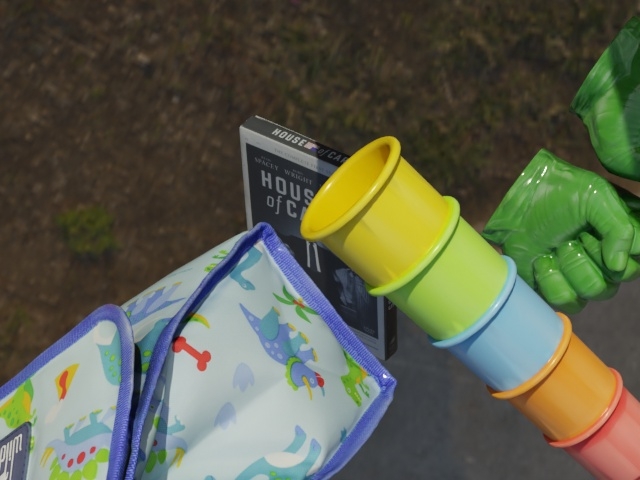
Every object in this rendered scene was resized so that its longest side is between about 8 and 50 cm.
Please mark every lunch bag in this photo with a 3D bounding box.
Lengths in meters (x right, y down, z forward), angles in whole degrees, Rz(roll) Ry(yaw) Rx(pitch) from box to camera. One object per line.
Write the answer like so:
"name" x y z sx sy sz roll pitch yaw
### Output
"lunch bag" -0.067 0.078 0.510 0.129 0.151 0.096 -36 99 34

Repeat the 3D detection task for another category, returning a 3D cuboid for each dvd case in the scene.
"dvd case" 0.000 0.000 1.622 0.179 0.029 0.239 24 138 28

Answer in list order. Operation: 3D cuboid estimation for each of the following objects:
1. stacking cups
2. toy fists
"stacking cups" 0.126 0.067 1.123 0.316 0.096 0.096 44 126 -16
"toy fists" 0.268 -0.059 1.419 0.142 0.096 0.279 36 108 10
